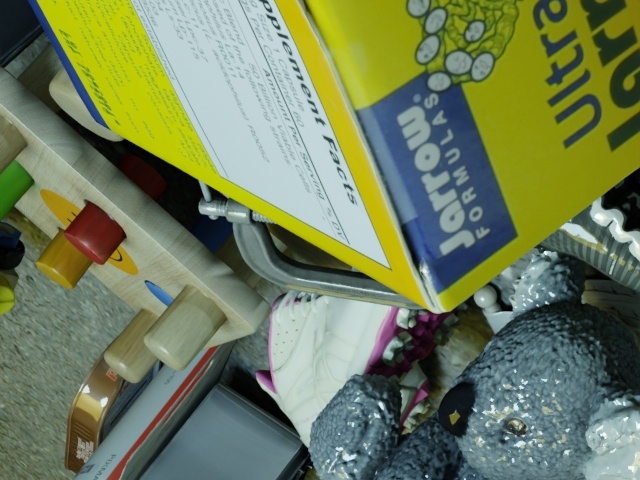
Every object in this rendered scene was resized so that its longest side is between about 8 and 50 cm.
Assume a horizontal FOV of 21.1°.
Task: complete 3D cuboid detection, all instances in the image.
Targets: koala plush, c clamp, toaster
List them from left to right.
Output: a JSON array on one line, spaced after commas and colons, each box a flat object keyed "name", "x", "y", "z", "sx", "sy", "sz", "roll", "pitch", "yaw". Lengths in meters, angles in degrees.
[{"name": "toaster", "x": -0.088, "y": 0.226, "z": 1.489, "sx": 0.110, "sy": 0.186, "sz": 0.168, "roll": 35, "pitch": 156, "yaw": 8}, {"name": "c clamp", "x": 0.000, "y": 0.000, "z": 1.058, "sx": 0.160, "sy": 0.022, "sz": 0.137, "roll": 11, "pitch": 147, "yaw": 14}, {"name": "koala plush", "x": 0.131, "y": 0.122, "z": 1.070, "sx": 0.196, "sy": 0.203, "sz": 0.221, "roll": -111, "pitch": 35, "yaw": -45}]

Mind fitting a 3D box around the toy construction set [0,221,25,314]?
[{"name": "toy construction set", "x": -0.363, "y": -0.018, "z": 1.440, "sx": 0.151, "sy": 0.215, "sz": 0.328, "roll": -54, "pitch": 39, "yaw": 30}]

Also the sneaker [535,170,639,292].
[{"name": "sneaker", "x": 0.114, "y": -0.027, "z": 1.024, "sx": 0.234, "sy": 0.078, "sz": 0.106, "roll": 39, "pitch": 117, "yaw": 12}]

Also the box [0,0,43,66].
[{"name": "box", "x": -0.335, "y": -0.218, "z": 1.255, "sx": 0.270, "sy": 0.143, "sz": 0.165, "roll": 49, "pitch": 148, "yaw": -10}]

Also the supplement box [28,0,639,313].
[{"name": "supplement box", "x": -0.002, "y": -0.142, "z": 0.847, "sx": 0.356, "sy": 0.195, "sz": 0.194, "roll": 30, "pitch": 150, "yaw": 53}]

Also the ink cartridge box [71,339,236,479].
[{"name": "ink cartridge box", "x": -0.147, "y": 0.152, "z": 1.446, "sx": 0.066, "sy": 0.189, "sz": 0.232, "roll": 32, "pitch": 147, "yaw": 9}]

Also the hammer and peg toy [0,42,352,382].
[{"name": "hammer and peg toy", "x": -0.144, "y": -0.014, "z": 1.215, "sx": 0.266, "sy": 0.127, "sz": 0.361, "roll": 42, "pitch": 164, "yaw": -8}]

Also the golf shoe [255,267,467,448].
[{"name": "golf shoe", "x": 0.018, "y": 0.065, "z": 1.239, "sx": 0.140, "sy": 0.115, "sz": 0.306, "roll": 40, "pitch": 145, "yaw": 18}]

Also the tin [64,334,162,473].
[{"name": "tin", "x": -0.188, "y": 0.153, "z": 1.572, "sx": 0.040, "sy": 0.106, "sz": 0.190, "roll": 28, "pitch": 147, "yaw": 9}]

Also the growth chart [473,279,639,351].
[{"name": "growth chart", "x": 0.206, "y": 0.085, "z": 1.137, "sx": 0.237, "sy": 0.021, "sz": 0.172, "roll": -7, "pitch": 122, "yaw": 53}]
